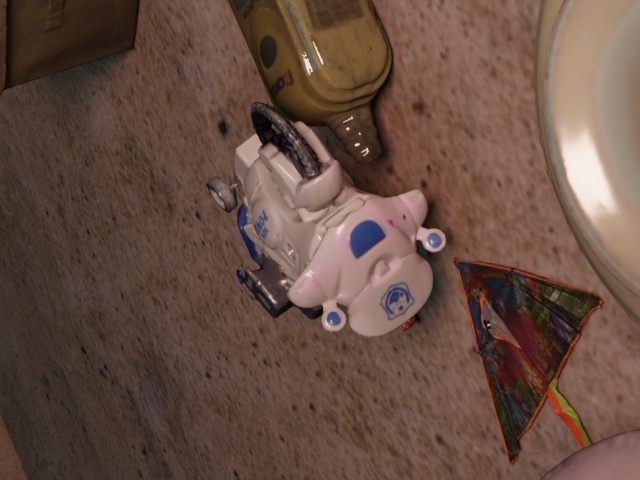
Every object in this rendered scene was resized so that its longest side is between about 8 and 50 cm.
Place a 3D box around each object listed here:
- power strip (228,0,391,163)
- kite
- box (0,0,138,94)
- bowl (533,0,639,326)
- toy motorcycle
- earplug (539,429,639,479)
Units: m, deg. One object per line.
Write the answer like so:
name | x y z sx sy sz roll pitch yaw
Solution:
power strip | -0.052 -0.222 0.823 0.387 0.066 0.092 65 158 4
kite | 0.120 0.070 0.782 0.159 0.010 0.190 54 153 28
box | -0.238 -0.251 1.080 0.155 0.149 0.231 58 155 21
bowl | 0.155 -0.048 0.410 0.238 0.126 0.237 22 119 46
toy motorcycle | 0.000 0.000 0.833 0.150 0.102 0.221 50 167 8
earplug | 0.127 0.210 0.728 0.172 0.172 0.301 63 162 10
